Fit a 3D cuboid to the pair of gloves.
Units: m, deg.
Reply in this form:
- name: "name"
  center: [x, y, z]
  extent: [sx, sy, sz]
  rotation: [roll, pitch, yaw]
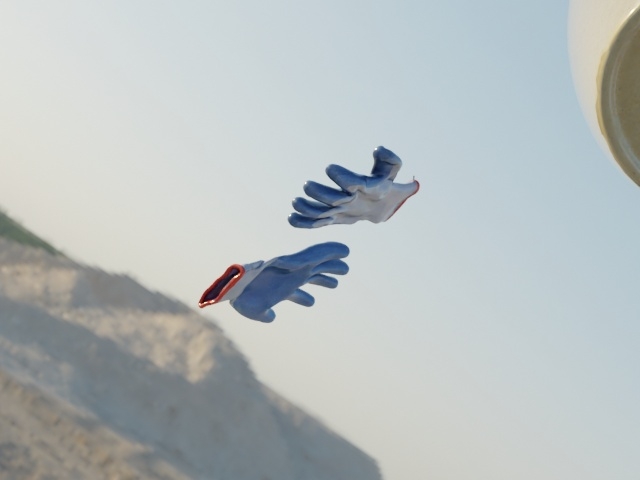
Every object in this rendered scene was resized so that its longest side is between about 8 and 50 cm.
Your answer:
- name: "pair of gloves"
  center: [0.000, 0.000, 1.106]
  extent: [0.023, 0.198, 0.159]
  rotation: [54, 24, 19]

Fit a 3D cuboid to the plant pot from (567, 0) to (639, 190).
- name: "plant pot"
  center: [0.248, -0.111, 0.818]
  extent: [0.256, 0.256, 0.274]
  rotation: [33, 27, 7]
